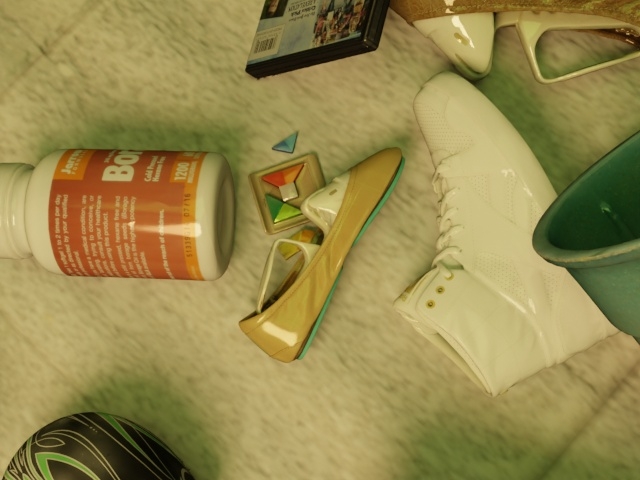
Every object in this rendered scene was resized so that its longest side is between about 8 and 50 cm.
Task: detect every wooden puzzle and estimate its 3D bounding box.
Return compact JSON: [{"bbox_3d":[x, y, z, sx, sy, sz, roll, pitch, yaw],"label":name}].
[{"bbox_3d":[-0.029,-0.046,0.867,0.079,0.014,0.116,-24,75,-2],"label":"wooden puzzle"}]

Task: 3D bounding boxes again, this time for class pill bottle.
[{"bbox_3d":[-0.195,-0.025,0.819,0.216,0.121,0.121,2,76,4],"label":"pill bottle"}]

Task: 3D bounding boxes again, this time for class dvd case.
[{"bbox_3d":[0.017,-0.287,0.863,0.180,0.022,0.252,0,70,49],"label":"dvd case"}]

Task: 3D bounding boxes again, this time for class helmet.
[{"bbox_3d":[-0.192,0.226,0.744,0.162,0.169,0.169,38,81,-5],"label":"helmet"}]

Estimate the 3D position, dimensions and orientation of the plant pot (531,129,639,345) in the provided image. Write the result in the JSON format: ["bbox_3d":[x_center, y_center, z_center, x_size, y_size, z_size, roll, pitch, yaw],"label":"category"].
[{"bbox_3d":[0.394,0.048,0.642,0.341,0.341,0.334,-36,96,-5],"label":"plant pot"}]

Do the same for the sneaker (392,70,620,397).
[{"bbox_3d":[0.126,-0.004,0.798,0.169,0.108,0.292,-29,77,-7],"label":"sneaker"}]

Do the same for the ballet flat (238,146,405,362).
[{"bbox_3d":[0.000,0.000,0.814,0.073,0.080,0.232,30,80,-9],"label":"ballet flat"}]

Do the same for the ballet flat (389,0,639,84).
[{"bbox_3d":[0.202,-0.217,0.859,0.343,0.116,0.124,3,95,1],"label":"ballet flat"}]
